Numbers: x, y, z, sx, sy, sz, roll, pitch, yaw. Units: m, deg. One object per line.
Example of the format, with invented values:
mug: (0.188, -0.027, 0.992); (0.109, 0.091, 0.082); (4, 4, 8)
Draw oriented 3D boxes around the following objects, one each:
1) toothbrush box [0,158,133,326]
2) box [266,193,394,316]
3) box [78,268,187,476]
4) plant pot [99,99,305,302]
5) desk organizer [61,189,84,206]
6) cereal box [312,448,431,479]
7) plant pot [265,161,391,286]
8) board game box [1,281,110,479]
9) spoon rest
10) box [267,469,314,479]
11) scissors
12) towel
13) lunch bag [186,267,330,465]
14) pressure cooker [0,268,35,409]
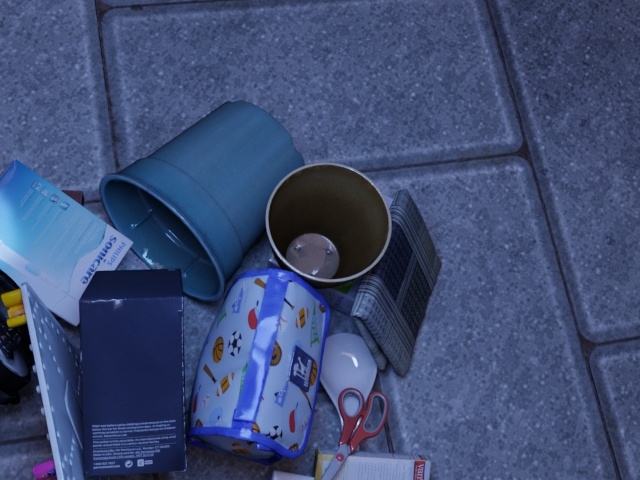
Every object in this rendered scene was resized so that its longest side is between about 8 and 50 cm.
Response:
toothbrush box: (-0.575, 0.012, 1.741); (0.295, 0.126, 0.216); (37, 68, -20)
box: (0.036, 0.003, 1.899); (0.231, 0.127, 0.262); (26, 70, 2)
box: (-0.345, 0.229, 1.591); (0.179, 0.343, 0.312); (0, 96, -11)
plant pot: (-0.228, -0.104, 1.802); (0.341, 0.341, 0.334); (40, 61, 5)
desk organizer: (-0.589, -0.082, 1.865); (0.130, 0.047, 0.050); (3, 69, -9)
cereal box: (0.101, 0.524, 1.746); (0.240, 0.047, 0.173); (6, 93, -9)
plant pot: (0.000, 0.000, 1.692); (0.237, 0.254, 0.237); (2, 73, -7)
board game box: (-0.465, 0.324, 1.534); (0.050, 0.390, 0.390); (-17, 64, -9)
spoon rest: (0.058, 0.332, 1.813); (0.137, 0.084, 0.276); (1, 72, -9)
box: (-0.069, 0.525, 1.716); (0.087, 0.102, 0.101); (12, 71, -7)
scissors: (0.056, 0.427, 1.706); (0.109, 0.021, 0.297); (21, 56, 0)
towel: (0.162, 0.097, 1.805); (0.056, 0.324, 0.312); (8, 62, 27)
lunch bag: (-0.121, 0.254, 1.649); (0.239, 0.385, 0.327); (14, 69, -4)
pressure cooker: (-0.739, 0.206, 1.560); (0.420, 0.370, 0.375); (-37, 97, -10)
